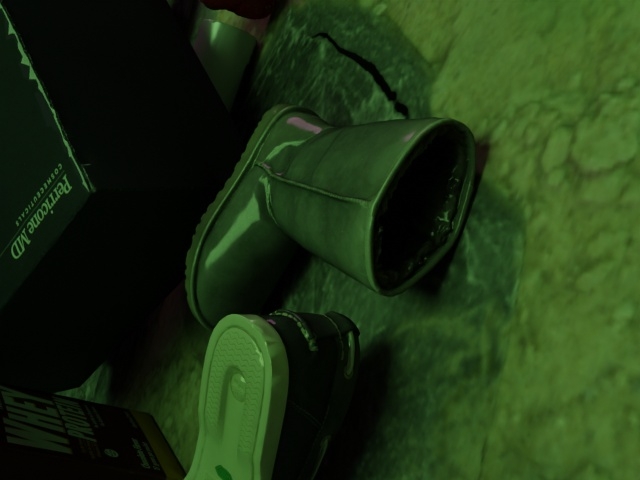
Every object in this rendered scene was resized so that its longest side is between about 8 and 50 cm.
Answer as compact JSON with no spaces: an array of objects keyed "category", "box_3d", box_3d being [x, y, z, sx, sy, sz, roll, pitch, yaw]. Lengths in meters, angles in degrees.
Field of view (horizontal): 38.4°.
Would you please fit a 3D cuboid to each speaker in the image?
[{"category":"speaker","box_3d":[-0.104,-0.130,0.841,0.055,0.055,0.136,16,88,62]}]

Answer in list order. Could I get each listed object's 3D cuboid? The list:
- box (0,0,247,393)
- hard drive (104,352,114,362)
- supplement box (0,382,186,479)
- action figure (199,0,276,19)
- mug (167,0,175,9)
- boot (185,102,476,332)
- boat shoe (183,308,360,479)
[{"category":"box","box_3d":[-0.265,-0.067,0.807,0.343,0.179,0.313,-43,66,34]},{"category":"hard drive","box_3d":[-0.326,0.022,1.041,0.307,0.040,0.203,1,94,49]},{"category":"supplement box","box_3d":[-0.239,0.226,0.716,0.129,0.194,0.191,32,102,61]},{"category":"action figure","box_3d":[-0.030,-0.268,0.757,0.280,0.091,0.139,-8,73,58]},{"category":"mug","box_3d":[-0.359,-0.318,1.082,0.328,0.374,0.276,-9,48,53]},{"category":"boot","box_3d":[-0.002,0.000,0.577,0.208,0.076,0.190,29,101,55]},{"category":"boat shoe","box_3d":[-0.035,0.145,0.541,0.084,0.079,0.233,36,121,38]}]
